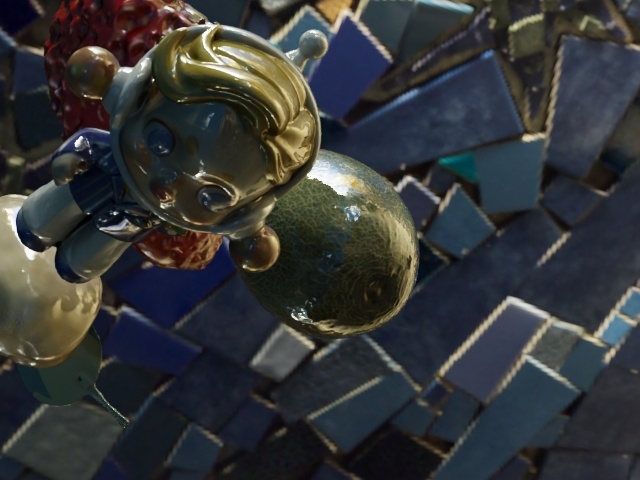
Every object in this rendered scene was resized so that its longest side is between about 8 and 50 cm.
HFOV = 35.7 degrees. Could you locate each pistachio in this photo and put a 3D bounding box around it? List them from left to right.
[{"bbox_3d":[-0.323,0.045,1.084,0.223,0.152,0.126,54,154,34],"label":"pistachio"}]

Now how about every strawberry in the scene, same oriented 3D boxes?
[{"bbox_3d":[-0.163,-0.128,1.000,0.257,0.261,0.261,-56,24,9],"label":"strawberry"}]

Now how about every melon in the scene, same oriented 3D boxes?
[{"bbox_3d":[0.000,0.000,1.345,0.302,0.238,0.237,44,117,50],"label":"melon"}]

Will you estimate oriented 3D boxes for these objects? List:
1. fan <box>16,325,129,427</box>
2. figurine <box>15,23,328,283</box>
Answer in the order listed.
[{"bbox_3d":[-0.285,0.157,1.160,0.113,0.175,0.005,-51,-15,7],"label":"fan"},{"bbox_3d":[-0.108,-0.049,0.739,0.274,0.194,0.133,-55,5,42],"label":"figurine"}]
